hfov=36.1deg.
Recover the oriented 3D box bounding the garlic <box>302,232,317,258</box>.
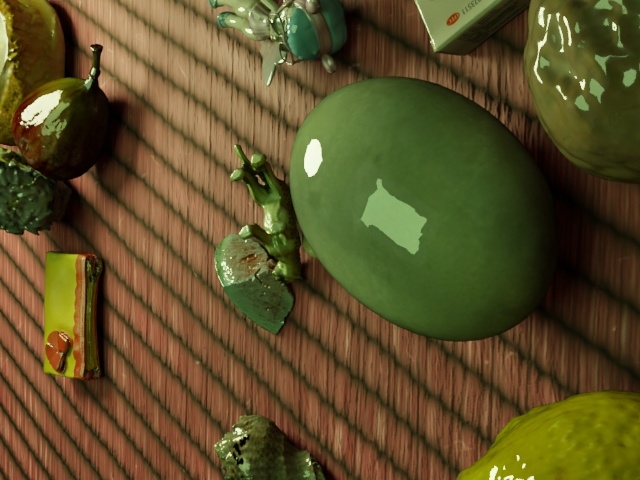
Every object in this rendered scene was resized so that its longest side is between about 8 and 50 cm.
[{"bbox_3d":[0.001,-0.001,1.373,0.083,0.041,0.053,27,106,49],"label":"garlic"}]

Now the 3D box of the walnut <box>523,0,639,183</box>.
[{"bbox_3d":[0.320,-0.180,0.901,0.227,0.273,0.273,117,137,-71],"label":"walnut"}]

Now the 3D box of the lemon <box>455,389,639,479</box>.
[{"bbox_3d":[0.282,0.305,0.895,0.387,0.349,0.350,53,129,53],"label":"lemon"}]

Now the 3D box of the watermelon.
[{"bbox_3d":[-0.109,0.053,1.484,0.180,0.081,0.094,43,95,29],"label":"watermelon"}]

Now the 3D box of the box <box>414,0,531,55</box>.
[{"bbox_3d":[0.229,-0.394,1.103,0.353,0.069,0.214,-36,67,43],"label":"box"}]

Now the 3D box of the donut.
[{"bbox_3d":[-0.623,-0.325,1.909,0.330,0.160,0.330,14,110,43],"label":"donut"}]

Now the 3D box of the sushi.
[{"bbox_3d":[-0.602,-0.102,1.826,0.184,0.274,0.139,40,114,63],"label":"sushi"}]

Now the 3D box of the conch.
[{"bbox_3d":[-0.069,0.341,1.440,0.207,0.130,0.155,13,137,22],"label":"conch"}]

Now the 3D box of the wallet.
[{"bbox_3d":[-0.467,0.141,1.840,0.141,0.067,0.241,2,93,44],"label":"wallet"}]

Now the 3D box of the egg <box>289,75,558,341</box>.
[{"bbox_3d":[0.111,-0.040,1.105,0.352,0.258,0.258,51,125,29],"label":"egg"}]

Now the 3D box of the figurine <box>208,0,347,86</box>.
[{"bbox_3d":[-0.067,-0.331,1.368,0.260,0.103,0.205,25,135,46],"label":"figurine"}]

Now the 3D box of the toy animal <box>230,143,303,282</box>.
[{"bbox_3d":[-0.071,-0.042,1.409,0.073,0.136,0.181,-24,61,13],"label":"toy animal"}]

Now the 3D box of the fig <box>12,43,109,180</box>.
[{"bbox_3d":[-0.434,-0.235,1.727,0.170,0.145,0.274,54,127,18],"label":"fig"}]
